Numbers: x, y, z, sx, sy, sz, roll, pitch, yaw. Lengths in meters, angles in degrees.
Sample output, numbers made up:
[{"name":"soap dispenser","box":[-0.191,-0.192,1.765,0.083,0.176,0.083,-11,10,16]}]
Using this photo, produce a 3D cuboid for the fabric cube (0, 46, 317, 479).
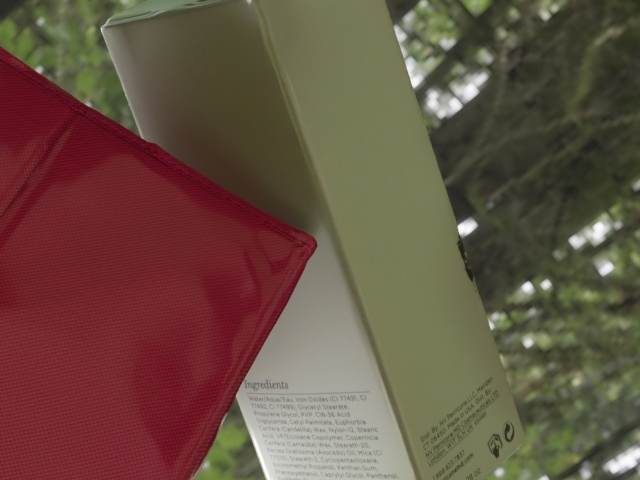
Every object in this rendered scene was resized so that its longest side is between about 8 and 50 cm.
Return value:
[{"name":"fabric cube","box":[-0.195,0.087,0.791,0.259,0.254,0.258,31,-132,-4]}]

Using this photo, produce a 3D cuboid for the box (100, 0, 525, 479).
[{"name":"box","box":[0.000,0.000,0.868,0.094,0.113,0.275,-33,-68,-44]}]
